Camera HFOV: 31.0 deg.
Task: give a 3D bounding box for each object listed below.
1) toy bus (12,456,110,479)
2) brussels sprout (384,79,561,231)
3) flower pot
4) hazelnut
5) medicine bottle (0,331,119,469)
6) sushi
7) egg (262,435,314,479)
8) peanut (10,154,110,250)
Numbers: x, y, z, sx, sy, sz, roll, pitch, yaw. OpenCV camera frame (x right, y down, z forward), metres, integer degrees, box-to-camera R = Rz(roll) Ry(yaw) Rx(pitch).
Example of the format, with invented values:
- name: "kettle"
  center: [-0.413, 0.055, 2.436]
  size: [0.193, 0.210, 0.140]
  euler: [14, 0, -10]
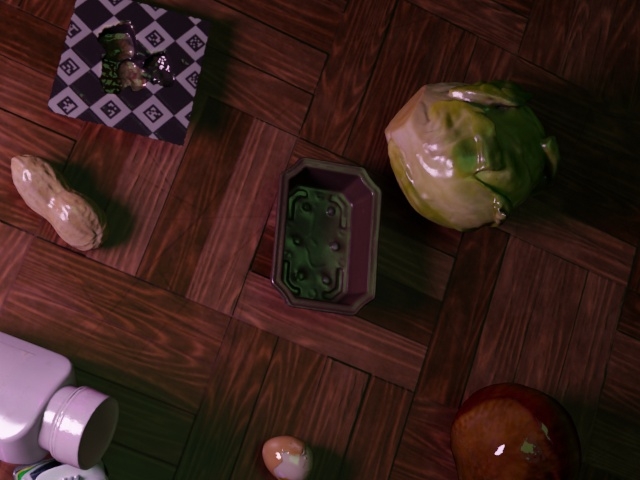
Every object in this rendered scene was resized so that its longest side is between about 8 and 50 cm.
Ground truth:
- name: "toy bus"
  center: [-0.339, 0.436, 1.611]
  size: [0.133, 0.165, 0.276]
  euler: [-9, 81, -22]
- name: "brussels sprout"
  center: [0.256, -0.144, 1.936]
  size: [0.294, 0.227, 0.259]
  euler: [30, 54, -2]
- name: "flower pot"
  center: [0.000, 0.000, 1.882]
  size: [0.179, 0.084, 0.251]
  euler: [9, 75, -18]
- name: "hazelnut"
  center: [0.321, 0.343, 1.859]
  size: [0.229, 0.229, 0.229]
  euler: [5, 76, -18]
- name: "medicine bottle"
  center: [-0.431, 0.216, 1.594]
  size: [0.296, 0.111, 0.161]
  euler: [16, 48, 16]
- name: "sushi"
  center: [-0.307, -0.272, 1.861]
  size: [0.219, 0.047, 0.231]
  euler: [14, 68, -11]
- name: "egg"
  center: [-0.051, 0.337, 1.788]
  size: [0.083, 0.071, 0.071]
  euler: [25, 70, -9]
- name: "peanut"
  center: [-0.397, -0.060, 1.756]
  size: [0.187, 0.082, 0.082]
  euler: [45, 67, -5]
